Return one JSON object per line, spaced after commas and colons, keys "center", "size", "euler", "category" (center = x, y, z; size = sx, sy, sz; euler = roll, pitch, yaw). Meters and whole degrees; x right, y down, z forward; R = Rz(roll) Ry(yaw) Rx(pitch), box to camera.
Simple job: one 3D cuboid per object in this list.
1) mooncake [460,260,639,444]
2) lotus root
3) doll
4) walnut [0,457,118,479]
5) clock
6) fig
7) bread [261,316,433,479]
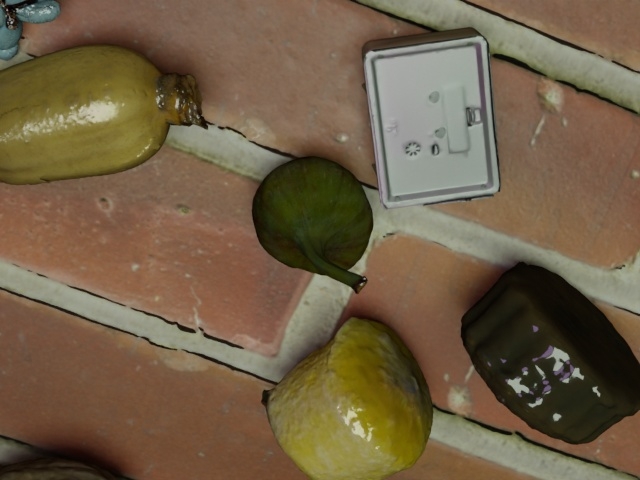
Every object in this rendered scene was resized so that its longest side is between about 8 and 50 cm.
{"center": [0.271, 0.141, 1.502], "size": [0.228, 0.228, 0.124], "euler": [39, 111, -14], "category": "mooncake"}
{"center": [-0.280, -0.140, 1.432], "size": [0.303, 0.131, 0.146], "euler": [-11, 133, 3], "category": "lotus root"}
{"center": [-0.343, -0.260, 1.384], "size": [0.180, 0.075, 0.120], "euler": [-17, 131, 42], "category": "doll"}
{"center": [-0.347, 0.356, 1.597], "size": [0.230, 0.178, 0.178], "euler": [-20, 109, 1], "category": "walnut"}
{"center": [0.127, -0.141, 1.473], "size": [0.147, 0.071, 0.192], "euler": [-8, 110, 1], "category": "clock"}
{"center": [0.000, 0.000, 1.430], "size": [0.149, 0.245, 0.149], "euler": [-3, 115, -7], "category": "fig"}
{"center": [0.042, 0.203, 1.545], "size": [0.170, 0.197, 0.197], "euler": [-30, 109, 23], "category": "bread"}
